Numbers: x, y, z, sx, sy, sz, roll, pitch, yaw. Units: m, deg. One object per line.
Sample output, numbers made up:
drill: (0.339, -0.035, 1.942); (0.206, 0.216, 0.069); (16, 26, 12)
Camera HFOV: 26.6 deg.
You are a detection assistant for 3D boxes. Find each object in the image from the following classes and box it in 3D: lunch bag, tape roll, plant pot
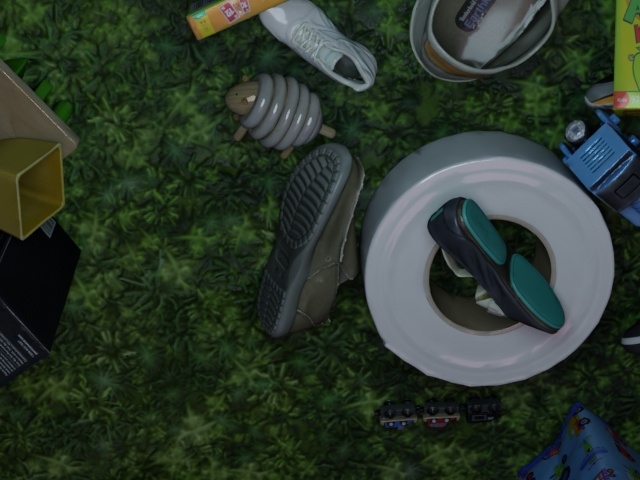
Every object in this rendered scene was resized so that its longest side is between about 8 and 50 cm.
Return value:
lunch bag: (0.409, 0.360, 1.638); (0.293, 0.221, 0.138); (30, 109, -14)
tape roll: (0.186, 0.023, 1.552); (0.286, 0.100, 0.286); (-1, 114, -3)
plant pot: (-0.329, -0.063, 1.434); (0.083, 0.081, 0.081); (18, 126, 19)

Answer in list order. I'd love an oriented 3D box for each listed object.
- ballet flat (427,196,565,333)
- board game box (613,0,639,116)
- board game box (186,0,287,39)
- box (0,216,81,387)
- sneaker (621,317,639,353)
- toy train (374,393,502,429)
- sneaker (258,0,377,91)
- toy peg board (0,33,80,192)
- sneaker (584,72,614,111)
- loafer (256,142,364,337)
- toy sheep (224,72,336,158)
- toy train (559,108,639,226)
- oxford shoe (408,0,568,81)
ballet flat: (0.185, 0.033, 1.471); (0.074, 0.074, 0.203); (-37, 116, 13)
board game box: (0.358, -0.224, 1.428); (0.092, 0.043, 0.181); (1, 85, 17)
board game box: (-0.014, -0.287, 1.398); (0.259, 0.124, 0.039); (-25, 113, 8)
box: (-0.372, 0.077, 1.463); (0.184, 0.261, 0.103); (-32, 111, 11)
sneaker: (0.439, 0.039, 1.595); (0.235, 0.084, 0.097); (-38, 85, 12)
toy train: (0.145, 0.213, 1.671); (0.158, 0.027, 0.036); (-3, 124, -2)
sneaker: (0.000, -0.214, 1.465); (0.152, 0.061, 0.053); (32, 110, -13)
toy peg board: (-0.363, -0.136, 1.485); (0.161, 0.079, 0.161); (-33, 111, 28)
sneaker: (0.386, -0.205, 1.483); (0.215, 0.084, 0.083); (-25, 83, 14)
loafer: (0.000, 0.000, 1.550); (0.087, 0.094, 0.251); (2, 125, -30)
toy sheep: (-0.044, -0.138, 1.484); (0.132, 0.091, 0.091); (17, 112, -24)
toy train: (0.336, -0.070, 1.495); (0.080, 0.105, 0.184); (-43, 133, 16)
oxford shoe: (0.238, -0.349, 1.382); (0.169, 0.130, 0.449); (27, 108, -11)
